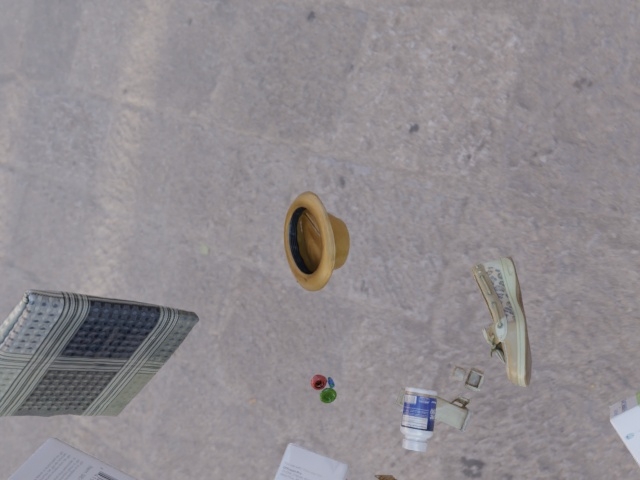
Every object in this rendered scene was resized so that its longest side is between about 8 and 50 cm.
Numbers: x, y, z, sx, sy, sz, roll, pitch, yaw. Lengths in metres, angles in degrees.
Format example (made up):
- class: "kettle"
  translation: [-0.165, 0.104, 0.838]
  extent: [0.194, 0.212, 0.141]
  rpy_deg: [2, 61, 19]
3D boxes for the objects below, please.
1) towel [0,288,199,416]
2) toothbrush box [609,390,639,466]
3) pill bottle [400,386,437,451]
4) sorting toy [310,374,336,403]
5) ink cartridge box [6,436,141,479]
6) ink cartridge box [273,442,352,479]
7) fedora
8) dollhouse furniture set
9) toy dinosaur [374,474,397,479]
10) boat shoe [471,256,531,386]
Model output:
- class: "towel"
  translation: [-0.416, 0.201, 1.145]
  extent: [0.324, 0.312, 0.056]
  rpy_deg: [-48, 51, 26]
- class: "toothbrush box"
  translation: [0.712, 0.340, 1.214]
  extent: [0.283, 0.122, 0.206]
  rpy_deg: [-36, 77, 18]
- class: "pill bottle"
  translation: [0.197, 0.359, 1.342]
  extent: [0.067, 0.067, 0.120]
  rpy_deg: [0, 76, 37]
- class: "sorting toy"
  translation: [0.011, 0.422, 1.937]
  extent: [0.061, 0.102, 0.042]
  rpy_deg: [-31, 25, 1]
- class: "ink cartridge box"
  translation: [-0.250, 0.397, 0.761]
  extent: [0.307, 0.223, 0.129]
  rpy_deg: [24, 113, 5]
- class: "ink cartridge box"
  translation: [-0.060, 0.730, 1.591]
  extent: [0.166, 0.285, 0.395]
  rpy_deg: [14, 59, 17]
- class: "fedora"
  translation: [0.000, 0.000, 1.264]
  extent: [0.194, 0.079, 0.194]
  rpy_deg: [5, 95, 58]
- class: "dollhouse furniture set"
  translation: [0.307, 0.378, 1.724]
  extent: [0.182, 0.101, 0.161]
  rpy_deg: [23, 85, 5]
- class: "toy dinosaur"
  translation: [0.114, 0.412, 0.997]
  extent: [0.064, 0.211, 0.112]
  rpy_deg: [-6, 82, 46]
- class: "boat shoe"
  translation: [0.354, 0.158, 1.302]
  extent: [0.089, 0.104, 0.285]
  rpy_deg: [-9, 44, 14]
